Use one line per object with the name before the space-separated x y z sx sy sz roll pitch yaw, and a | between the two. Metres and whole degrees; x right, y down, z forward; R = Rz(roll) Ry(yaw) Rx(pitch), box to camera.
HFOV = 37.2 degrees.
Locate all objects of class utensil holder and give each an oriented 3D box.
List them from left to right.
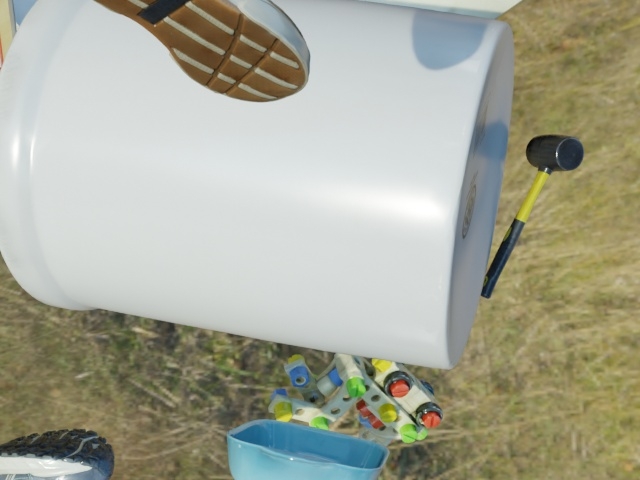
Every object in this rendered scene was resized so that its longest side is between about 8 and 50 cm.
utensil holder | -0.041 -0.064 0.867 0.327 0.386 0.327 10 90 -75

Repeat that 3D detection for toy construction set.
toy construction set | 0.078 0.288 1.643 0.328 0.215 0.151 41 19 -48

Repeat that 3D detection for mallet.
mallet | 0.209 -0.029 1.003 0.039 0.062 0.189 28 96 -21

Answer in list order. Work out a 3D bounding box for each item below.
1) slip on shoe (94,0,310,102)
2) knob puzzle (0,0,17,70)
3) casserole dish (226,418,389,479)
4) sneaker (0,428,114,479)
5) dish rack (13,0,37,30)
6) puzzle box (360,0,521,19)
slip on shoe | -0.052 -0.098 0.366 0.135 0.051 0.041 25 55 -44
knob puzzle | -0.456 -0.214 1.268 0.030 0.213 0.213 3 79 -54
casserole dish | -0.009 0.167 0.713 0.188 0.114 0.037 36 66 -81
sneaker | -0.352 0.291 1.089 0.110 0.283 0.122 -14 93 -69
dish rack | -0.461 -0.472 1.427 0.285 0.072 0.332 -46 128 -17
puzzle box | 0.064 -0.355 1.386 0.272 0.409 0.052 57 13 -1
